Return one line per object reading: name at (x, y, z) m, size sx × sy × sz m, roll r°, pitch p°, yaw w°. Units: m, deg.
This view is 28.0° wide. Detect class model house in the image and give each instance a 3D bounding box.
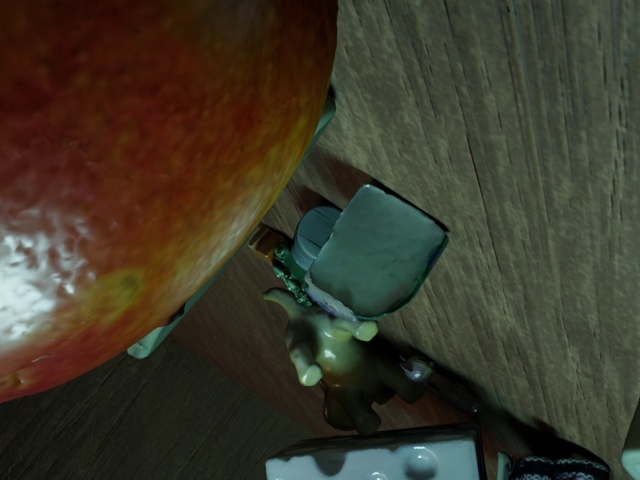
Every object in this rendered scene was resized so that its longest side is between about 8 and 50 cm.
model house at (0.045, 0.023, 1.063) m, size 0.087 × 0.101 × 0.100 m, roll 32°, pitch 168°, yaw 9°

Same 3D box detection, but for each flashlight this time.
flashlight at (0.139, 0.164, 1.493) m, size 0.110 × 0.031 × 0.052 m, roll 33°, pitch -168°, yaw -5°

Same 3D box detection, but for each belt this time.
belt at (0.269, 0.321, 1.524) m, size 0.126 × 0.094 × 0.359 m, roll 8°, pitch 164°, yaw 11°

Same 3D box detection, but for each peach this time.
peach at (-0.171, -0.104, 0.596) m, size 0.388 × 0.388 × 0.388 m, roll 34°, pitch 167°, yaw 9°

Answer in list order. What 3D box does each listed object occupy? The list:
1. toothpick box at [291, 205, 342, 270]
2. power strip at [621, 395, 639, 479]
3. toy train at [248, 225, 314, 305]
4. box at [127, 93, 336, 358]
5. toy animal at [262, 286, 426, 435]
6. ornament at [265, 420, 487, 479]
toothpick box at (0.000, 0.000, 1.208) m, size 0.052 × 0.052 × 0.083 m, roll 36°, pitch 168°, yaw 1°
power strip at (0.281, 0.067, 0.609) m, size 0.229 × 0.141 × 0.261 m, roll 41°, pitch 153°, yaw -24°
toy train at (-0.033, 0.032, 1.440) m, size 0.064 × 0.044 × 0.103 m, roll 29°, pitch 164°, yaw 43°
box at (-0.204, -0.099, 1.023) m, size 0.343 × 0.177 × 0.352 m, roll 38°, pitch 158°, yaw -1°
toy animal at (0.030, 0.159, 1.584) m, size 0.168 × 0.121 × 0.233 m, roll 39°, pitch 170°, yaw 47°
ornament at (0.082, 0.351, 1.513) m, size 0.239 × 0.239 × 0.240 m, roll -7°, pitch 176°, yaw 8°
